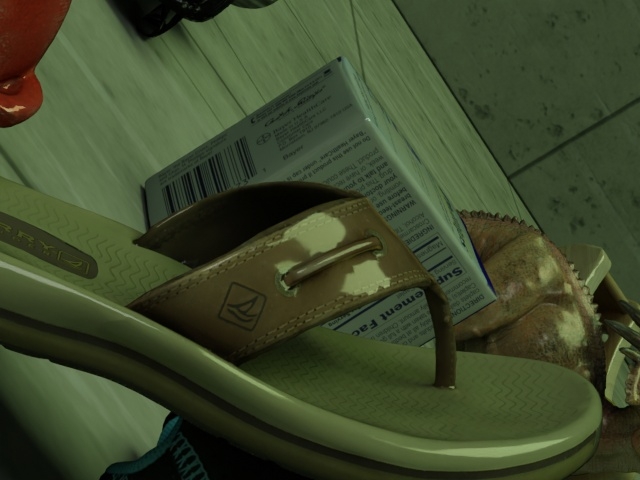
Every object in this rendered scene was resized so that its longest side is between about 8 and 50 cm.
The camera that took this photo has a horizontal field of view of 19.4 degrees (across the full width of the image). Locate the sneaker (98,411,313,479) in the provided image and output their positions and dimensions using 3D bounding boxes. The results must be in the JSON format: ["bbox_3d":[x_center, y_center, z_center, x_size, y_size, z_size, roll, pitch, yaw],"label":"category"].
[{"bbox_3d":[0.013,0.102,0.744,0.140,0.125,0.341,54,8,3],"label":"sneaker"}]

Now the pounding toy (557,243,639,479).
[{"bbox_3d":[0.198,0.114,1.475,0.155,0.154,0.269,53,12,-28],"label":"pounding toy"}]

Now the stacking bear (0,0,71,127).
[{"bbox_3d":[-0.140,-0.159,0.682,0.175,0.164,0.289,32,34,-29],"label":"stacking bear"}]

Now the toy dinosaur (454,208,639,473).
[{"bbox_3d":[0.149,0.064,1.264,0.296,0.200,0.127,60,10,7],"label":"toy dinosaur"}]

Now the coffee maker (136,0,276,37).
[{"bbox_3d":[-0.089,-0.221,1.183,0.171,0.120,0.178,58,10,-2],"label":"coffee maker"}]

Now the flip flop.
[{"bbox_3d":[-0.026,0.011,0.613,0.277,0.080,0.112,23,11,-11],"label":"flip flop"}]

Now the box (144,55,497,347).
[{"bbox_3d":[0.000,0.000,0.957,0.137,0.126,0.072,53,10,-33],"label":"box"}]
